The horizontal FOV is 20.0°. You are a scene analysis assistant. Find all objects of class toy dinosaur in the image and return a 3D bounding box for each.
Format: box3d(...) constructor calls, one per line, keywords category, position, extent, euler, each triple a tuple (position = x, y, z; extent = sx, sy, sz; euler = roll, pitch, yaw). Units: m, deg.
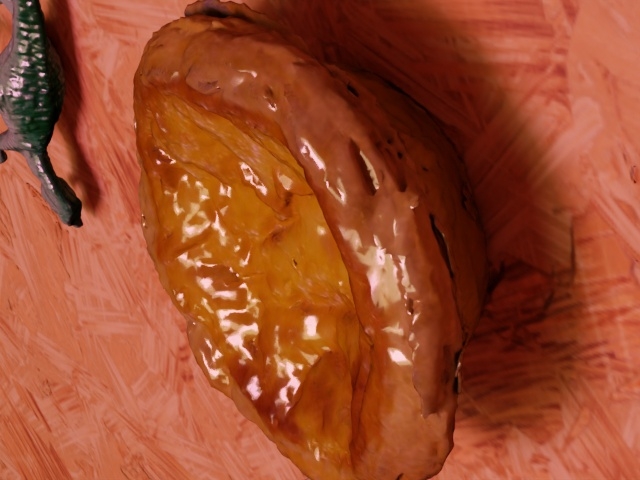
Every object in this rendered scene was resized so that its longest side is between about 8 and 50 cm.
box3d(category="toy dinosaur", position=(-0.252, -0.173, 1.419), extent=(0.129, 0.076, 0.383), euler=(26, 141, 34))

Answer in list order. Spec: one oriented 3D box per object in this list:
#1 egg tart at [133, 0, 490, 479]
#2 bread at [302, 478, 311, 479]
box3d(category="egg tart", position=(-0.001, -0.003, 1.132), extent=(0.341, 0.129, 0.341), euler=(39, 146, 33))
box3d(category="bread", position=(0.063, 0.262, 1.349), extent=(0.286, 0.056, 0.207), euler=(39, 146, 29))
